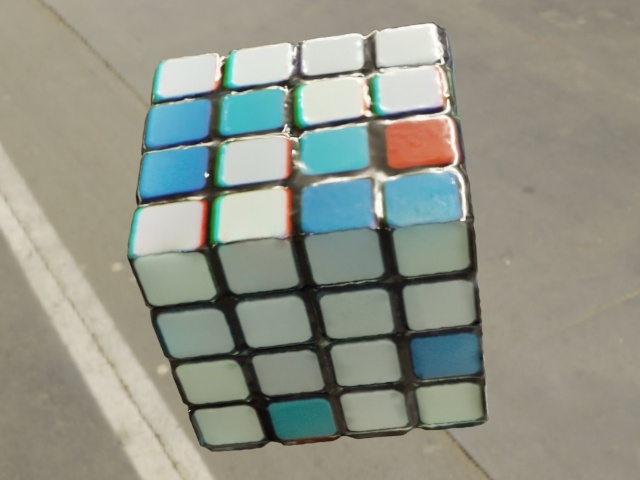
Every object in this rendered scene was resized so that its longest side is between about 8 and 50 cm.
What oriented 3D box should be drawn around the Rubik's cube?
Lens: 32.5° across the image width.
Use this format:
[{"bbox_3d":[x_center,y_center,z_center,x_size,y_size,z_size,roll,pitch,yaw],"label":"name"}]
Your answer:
[{"bbox_3d":[0.000,0.000,0.561,0.155,0.154,0.151,-7,43,7],"label":"Rubik's cube"}]
